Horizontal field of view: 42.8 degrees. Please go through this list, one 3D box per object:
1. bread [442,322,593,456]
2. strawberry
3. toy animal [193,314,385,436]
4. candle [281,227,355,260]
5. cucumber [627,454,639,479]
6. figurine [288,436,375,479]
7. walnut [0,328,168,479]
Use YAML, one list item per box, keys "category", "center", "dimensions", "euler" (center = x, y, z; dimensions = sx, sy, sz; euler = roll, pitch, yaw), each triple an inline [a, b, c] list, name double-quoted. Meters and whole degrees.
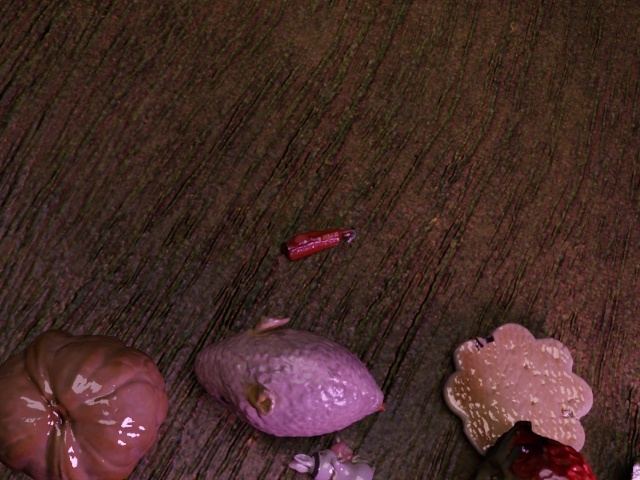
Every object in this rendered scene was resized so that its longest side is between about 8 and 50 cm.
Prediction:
- category: "bread"
  center: [0.398, 0.313, 1.645]
  dimensions: [0.316, 0.054, 0.316]
  euler: [5, 65, -10]
- category: "strawberry"
  center: [0.392, 0.511, 1.432]
  dimensions: [0.310, 0.291, 0.292]
  euler: [38, 64, 10]
- category: "toy animal"
  center: [-0.049, 0.255, 1.470]
  dimensions: [0.359, 0.226, 0.188]
  euler: [10, 66, -8]
- category: "candle"
  center: [0.000, 0.000, 1.691]
  dimensions: [0.162, 0.048, 0.053]
  euler: [-17, 102, -21]
- category: "cucumber"
  center: [0.741, 0.513, 1.615]
  dimensions: [0.325, 0.105, 0.145]
  euler: [18, 91, -5]
- category: "figurine"
  center: [0.021, 0.419, 1.514]
  dimensions: [0.146, 0.081, 0.098]
  euler: [28, 20, 5]
- category: "walnut"
  center: [-0.403, 0.281, 1.357]
  dimensions: [0.296, 0.285, 0.285]
  euler: [-15, 71, -5]
